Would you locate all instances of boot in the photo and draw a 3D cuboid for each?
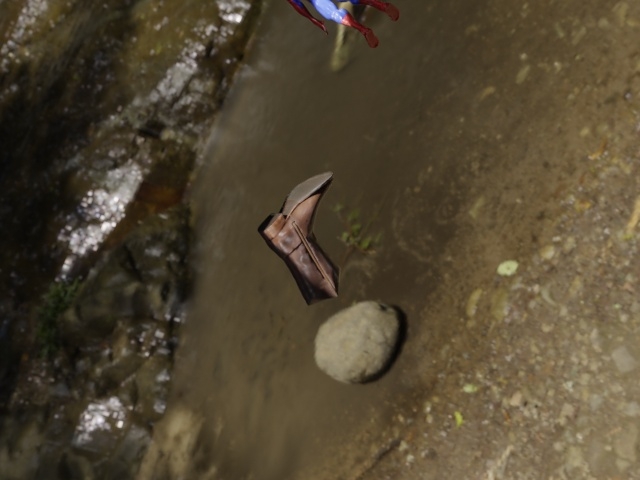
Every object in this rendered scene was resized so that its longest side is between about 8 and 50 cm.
[{"bbox_3d":[0.000,0.000,0.823,0.106,0.114,0.037,-43,26,-15],"label":"boot"}]

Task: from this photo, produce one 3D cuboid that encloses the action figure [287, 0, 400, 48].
[{"bbox_3d":[0.004,-0.171,0.555,0.115,0.030,0.038,38,95,30],"label":"action figure"}]
